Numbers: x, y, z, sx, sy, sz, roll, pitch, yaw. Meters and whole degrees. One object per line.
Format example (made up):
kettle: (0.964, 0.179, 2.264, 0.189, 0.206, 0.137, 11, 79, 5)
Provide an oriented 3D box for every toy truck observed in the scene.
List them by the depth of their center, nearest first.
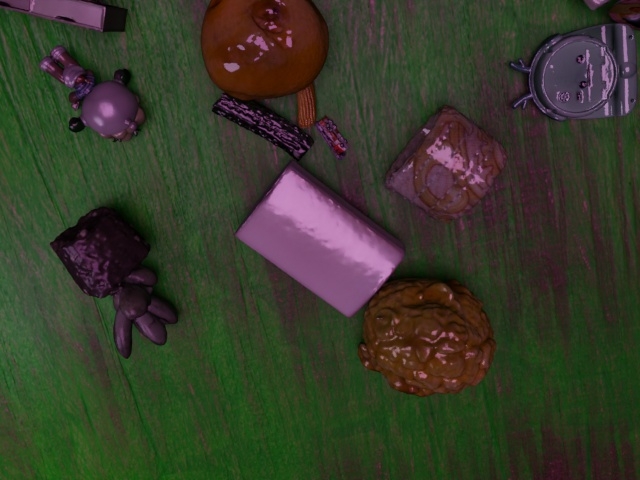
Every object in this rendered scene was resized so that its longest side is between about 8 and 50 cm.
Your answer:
toy truck: (0.023, -0.186, 1.247, 0.032, 0.024, 0.083, -32, 102, 32)

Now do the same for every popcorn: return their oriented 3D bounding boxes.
popcorn: (0.183, 0.183, 1.268, 0.236, 0.206, 0.251, 30, 137, -21)

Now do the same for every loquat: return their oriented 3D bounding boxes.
loquat: (-0.091, -0.331, 1.126, 0.213, 0.213, 0.213, 0, 106, 1)

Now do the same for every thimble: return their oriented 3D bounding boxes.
thimble: (0.216, -0.126, 1.204, 0.143, 0.137, 0.190, 36, 114, -8)

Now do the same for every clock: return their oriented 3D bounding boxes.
clock: (0.436, -0.282, 1.192, 0.210, 0.066, 0.159, -10, 105, 4)

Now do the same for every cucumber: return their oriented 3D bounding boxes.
cucumber: (-0.100, -0.207, 1.225, 0.187, 0.058, 0.058, 29, 104, -7)

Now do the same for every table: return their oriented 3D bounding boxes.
table: (-0.452, -0.426, 1.137, 0.240, 0.121, 0.111, 12, 107, -3)

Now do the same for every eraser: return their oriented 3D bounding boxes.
eraser: (0.000, 0.000, 1.263, 0.270, 0.095, 0.174, 37, 111, -7)

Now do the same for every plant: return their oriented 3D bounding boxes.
plant: (-0.364, 0.077, 1.267, 0.146, 0.149, 0.275, -32, 111, -17)

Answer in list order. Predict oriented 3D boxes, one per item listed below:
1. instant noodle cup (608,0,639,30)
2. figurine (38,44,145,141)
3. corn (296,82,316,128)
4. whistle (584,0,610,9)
instant noodle cup: (0.596, -0.467, 1.067, 0.243, 0.244, 0.255, 10, 97, -2)
figurine: (-0.396, -0.253, 1.204, 0.197, 0.093, 0.147, 40, 81, -2)
corn: (-0.026, -0.247, 1.224, 0.037, 0.037, 0.092, -5, 105, 2)
whistle: (0.408, -0.499, 1.113, 0.101, 0.105, 0.253, -22, 99, 38)
